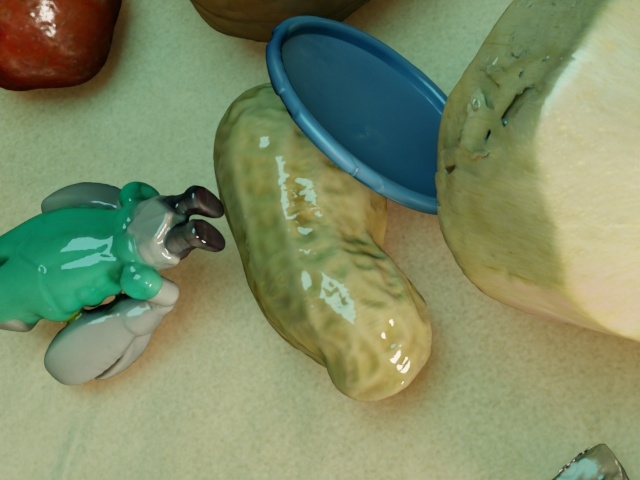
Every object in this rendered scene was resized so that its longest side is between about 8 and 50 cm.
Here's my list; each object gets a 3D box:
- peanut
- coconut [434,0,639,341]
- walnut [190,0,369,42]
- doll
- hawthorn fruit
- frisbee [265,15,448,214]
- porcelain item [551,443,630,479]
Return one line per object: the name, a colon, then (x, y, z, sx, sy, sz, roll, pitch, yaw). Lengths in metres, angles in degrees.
peanut: (0.000, 0.000, 1.168, 0.153, 0.140, 0.325, -23, 65, -10)
coconut: (0.255, -0.075, 0.988, 0.353, 0.352, 0.352, -6, 68, 15)
walnut: (-0.021, -0.370, 1.240, 0.344, 0.306, 0.306, -37, 63, 4)
doll: (-0.202, 0.038, 1.205, 0.258, 0.153, 0.195, 10, 71, 37)
hawthorn fruit: (-0.307, -0.250, 1.327, 0.185, 0.202, 0.185, -9, 69, 23)
frisbee: (0.047, -0.106, 1.160, 0.045, 0.242, 0.242, -50, 59, 30)
porcelain item: (0.262, 0.267, 1.023, 0.081, 0.069, 0.215, -38, 68, -5)
